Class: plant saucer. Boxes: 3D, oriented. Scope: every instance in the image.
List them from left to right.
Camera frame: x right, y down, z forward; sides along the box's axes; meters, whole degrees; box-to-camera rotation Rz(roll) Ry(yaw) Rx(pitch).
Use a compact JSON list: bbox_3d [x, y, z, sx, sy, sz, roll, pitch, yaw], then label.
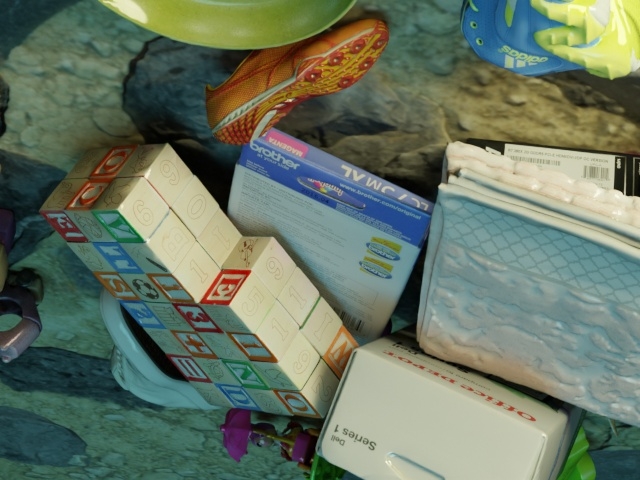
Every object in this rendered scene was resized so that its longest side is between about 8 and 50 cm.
[{"bbox_3d":[-0.081,-0.230,0.950,0.241,0.037,0.241,7,149,4],"label":"plant saucer"}]

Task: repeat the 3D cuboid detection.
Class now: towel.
[{"bbox_3d":[0.245,0.067,1.102,0.332,0.053,0.317,19,152,13],"label":"towel"}]

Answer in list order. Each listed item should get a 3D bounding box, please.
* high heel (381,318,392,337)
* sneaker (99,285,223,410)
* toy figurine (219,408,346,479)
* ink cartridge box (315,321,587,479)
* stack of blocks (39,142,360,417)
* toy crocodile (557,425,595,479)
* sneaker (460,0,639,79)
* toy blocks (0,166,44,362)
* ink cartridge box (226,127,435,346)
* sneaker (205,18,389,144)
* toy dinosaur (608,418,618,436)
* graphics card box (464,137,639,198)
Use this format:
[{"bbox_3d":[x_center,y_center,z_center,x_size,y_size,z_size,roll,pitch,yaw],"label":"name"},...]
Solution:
[{"bbox_3d":[-0.044,0.100,1.438,0.244,0.082,0.117,6,158,-2],"label":"high heel"},{"bbox_3d":[-0.213,0.132,1.524,0.123,0.105,0.290,-4,148,17],"label":"sneaker"},{"bbox_3d":[-0.051,0.262,1.728,0.159,0.130,0.173,15,177,18],"label":"toy figurine"},{"bbox_3d":[0.145,0.178,1.307,0.201,0.117,0.278,23,-169,18],"label":"ink cartridge box"},{"bbox_3d":[-0.112,0.042,1.261,0.171,0.087,0.297,-1,136,44],"label":"stack of blocks"},{"bbox_3d":[0.278,0.326,1.729,0.115,0.105,0.340,-28,154,-19],"label":"toy crocodile"},{"bbox_3d":[0.137,-0.181,0.919,0.126,0.091,0.240,-11,145,31],"label":"sneaker"},{"bbox_3d":[-0.468,0.078,1.354,0.289,0.260,0.309,8,149,2],"label":"toy blocks"},{"bbox_3d":[0.000,0.000,1.252,0.186,0.065,0.311,25,152,4],"label":"ink cartridge box"},{"bbox_3d":[-0.026,-0.143,1.062,0.175,0.067,0.064,-25,157,20],"label":"sneaker"},{"bbox_3d":[0.306,0.134,1.375,0.064,0.112,0.211,20,171,17],"label":"toy dinosaur"},{"bbox_3d":[0.306,0.020,1.208,0.371,0.094,0.232,5,150,6],"label":"graphics card box"}]
